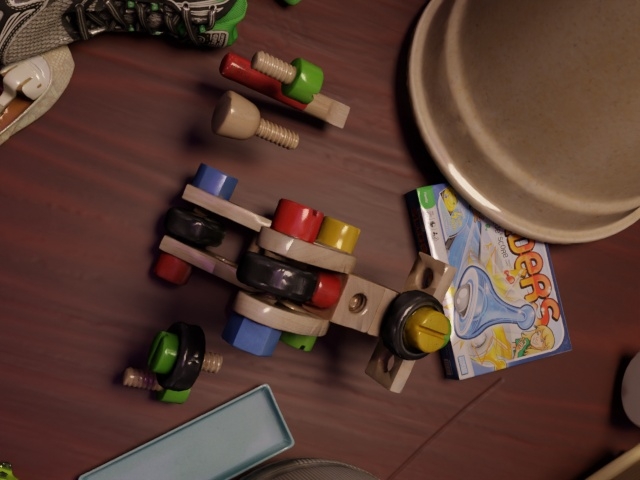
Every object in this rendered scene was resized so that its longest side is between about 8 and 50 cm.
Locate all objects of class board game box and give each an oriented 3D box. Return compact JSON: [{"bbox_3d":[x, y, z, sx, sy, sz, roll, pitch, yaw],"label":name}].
[{"bbox_3d":[0.178,0.033,0.802,0.136,0.035,0.201,-12,87,-16],"label":"board game box"}]

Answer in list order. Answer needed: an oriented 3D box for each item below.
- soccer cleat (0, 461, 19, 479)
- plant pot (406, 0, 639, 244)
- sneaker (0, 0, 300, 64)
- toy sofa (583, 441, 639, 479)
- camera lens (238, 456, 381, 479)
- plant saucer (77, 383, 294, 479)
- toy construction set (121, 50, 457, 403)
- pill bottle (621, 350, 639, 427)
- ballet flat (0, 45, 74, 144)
[{"bbox_3d":[-0.323,0.210,0.641,0.179,0.060,0.072,26,87,-4],"label":"soccer cleat"},{"bbox_3d":[0.294,-0.193,0.697,0.334,0.305,0.334,5,75,-17],"label":"plant pot"},{"bbox_3d":[-0.148,-0.237,0.691,0.343,0.134,0.146,-28,94,-19],"label":"sneaker"},{"bbox_3d":[0.374,0.388,0.730,0.150,0.177,0.362,-37,77,6],"label":"toy sofa"},{"bbox_3d":[0.009,0.297,0.603,0.219,0.274,0.219,2,83,-15],"label":"camera lens"},{"bbox_3d":[-0.123,0.206,0.712,0.192,0.018,0.067,-24,90,-17],"label":"plant saucer"},{"bbox_3d":[0.000,0.000,0.689,0.237,0.257,0.309,18,68,-29],"label":"toy construction set"},{"bbox_3d":[0.445,0.181,0.813,0.221,0.124,0.124,18,80,-13],"label":"pill bottle"},{"bbox_3d":[-0.285,-0.125,0.686,0.057,0.052,0.168,38,76,-7],"label":"ballet flat"}]
